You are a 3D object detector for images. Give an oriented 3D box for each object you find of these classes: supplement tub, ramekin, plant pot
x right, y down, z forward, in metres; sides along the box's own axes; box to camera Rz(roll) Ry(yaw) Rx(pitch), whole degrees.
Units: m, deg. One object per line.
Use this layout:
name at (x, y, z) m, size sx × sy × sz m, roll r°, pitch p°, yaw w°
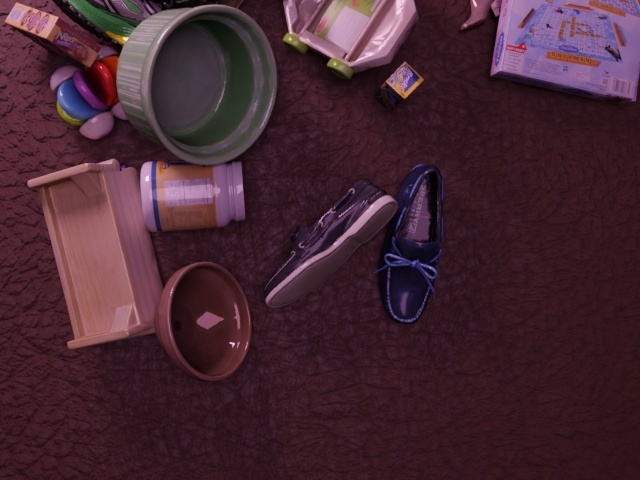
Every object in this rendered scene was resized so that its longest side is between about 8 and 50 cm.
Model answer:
supplement tub at (-0.256, -0.094, 1.653) m, size 0.200 × 0.144 × 0.144 m, roll -4°, pitch 90°, yaw -6°
ramekin at (-0.246, -0.308, 1.590) m, size 0.304 × 0.148 × 0.303 m, roll -18°, pitch 117°, yaw -39°
plant pot at (-0.255, 0.168, 1.642) m, size 0.110 × 0.237 × 0.237 m, roll -13°, pitch 91°, yaw 35°

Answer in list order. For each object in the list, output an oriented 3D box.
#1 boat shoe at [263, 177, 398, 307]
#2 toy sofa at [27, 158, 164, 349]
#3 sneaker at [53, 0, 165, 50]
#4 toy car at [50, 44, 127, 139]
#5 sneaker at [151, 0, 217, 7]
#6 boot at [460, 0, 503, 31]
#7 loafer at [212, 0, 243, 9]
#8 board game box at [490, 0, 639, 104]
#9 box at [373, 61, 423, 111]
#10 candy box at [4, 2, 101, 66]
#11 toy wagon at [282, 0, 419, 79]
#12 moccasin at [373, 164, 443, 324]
boat shoe at (-0.001, -0.001, 1.694) m, size 0.340 × 0.127 × 0.113 m, roll -43°, pitch 66°, yaw 8°
toy sofa at (-0.441, 0.027, 1.649) m, size 0.150 × 0.177 × 0.362 m, roll -14°, pitch 91°, yaw 19°
sneaker at (-0.402, -0.467, 1.636) m, size 0.344 × 0.134 × 0.146 m, roll 30°, pitch 88°, yaw -24°
toy car at (-0.452, -0.303, 1.641) m, size 0.182 × 0.136 × 0.159 m, roll -33°, pitch 93°, yaw -5°
sneaker at (-0.279, -0.483, 1.583) m, size 0.235 × 0.084 × 0.097 m, roll 3°, pitch 63°, yaw -19°
boot at (0.341, -0.512, 1.767) m, size 0.119 × 0.042 × 0.086 m, roll -24°, pitch 87°, yaw -8°
loafer at (-0.179, -0.527, 1.712) m, size 0.056 × 0.050 × 0.148 m, roll 33°, pitch 86°, yaw -4°
board game box at (0.546, -0.480, 1.756) m, size 0.319 × 0.066 × 0.317 m, roll 11°, pitch 88°, yaw -11°
box at (0.159, -0.314, 1.681) m, size 0.054 × 0.169 × 0.059 m, roll 44°, pitch 87°, yaw -4°
candy box at (-0.526, -0.404, 1.601) m, size 0.109 × 0.187 × 0.053 m, roll 32°, pitch 85°, yaw -48°
toy wagon at (0.031, -0.497, 1.688) m, size 0.344 × 0.068 × 0.267 m, roll 33°, pitch 89°, yaw 21°
moccasin at (0.187, 0.006, 1.705) m, size 0.138 × 0.117 × 0.341 m, roll 4°, pitch 89°, yaw -5°
